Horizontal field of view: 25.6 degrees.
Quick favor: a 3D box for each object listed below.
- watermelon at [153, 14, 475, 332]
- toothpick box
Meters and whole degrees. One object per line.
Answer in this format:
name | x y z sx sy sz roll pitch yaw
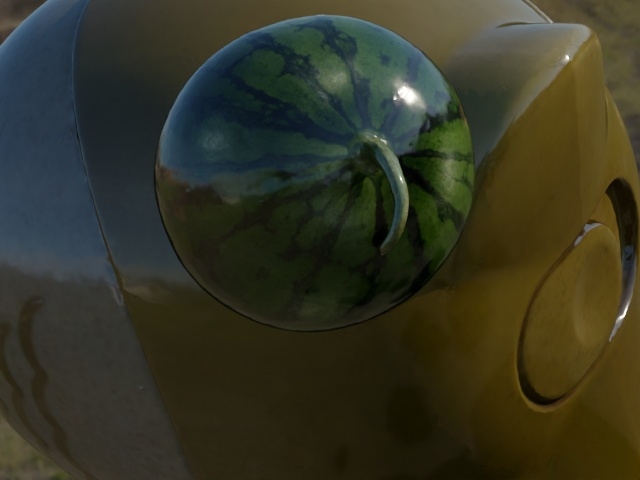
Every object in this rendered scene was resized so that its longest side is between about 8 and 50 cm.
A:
watermelon | 0.000 -0.022 0.426 0.109 0.109 0.109 -11 11 2
toothpick box | 0.000 0.000 0.928 0.425 0.409 0.409 10 22 35
